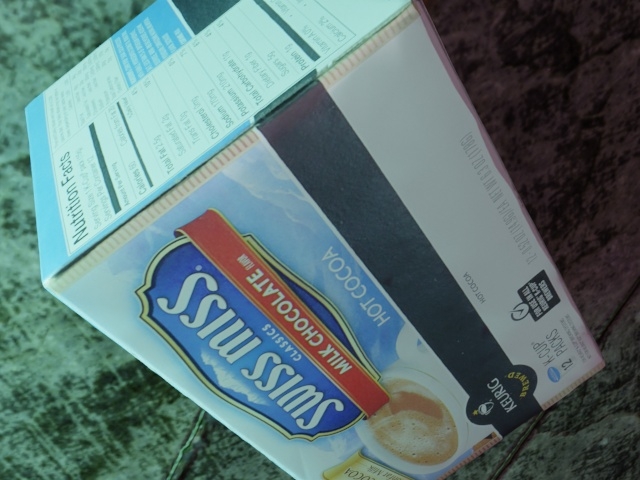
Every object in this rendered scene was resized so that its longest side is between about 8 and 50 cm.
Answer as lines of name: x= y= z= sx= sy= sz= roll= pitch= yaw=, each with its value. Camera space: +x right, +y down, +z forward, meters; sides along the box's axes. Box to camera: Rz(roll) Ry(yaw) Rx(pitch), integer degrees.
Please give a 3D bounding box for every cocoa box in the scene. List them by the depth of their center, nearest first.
cocoa box: x=0.000 y=0.000 z=0.524 sx=0.228 sy=0.231 sz=0.347 roll=-37 pitch=129 yaw=3
